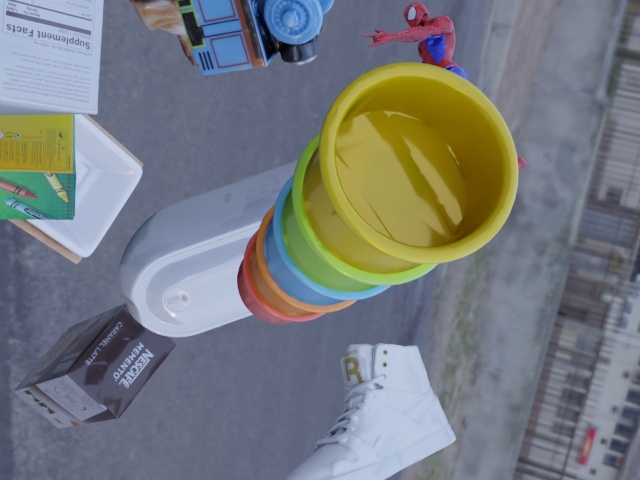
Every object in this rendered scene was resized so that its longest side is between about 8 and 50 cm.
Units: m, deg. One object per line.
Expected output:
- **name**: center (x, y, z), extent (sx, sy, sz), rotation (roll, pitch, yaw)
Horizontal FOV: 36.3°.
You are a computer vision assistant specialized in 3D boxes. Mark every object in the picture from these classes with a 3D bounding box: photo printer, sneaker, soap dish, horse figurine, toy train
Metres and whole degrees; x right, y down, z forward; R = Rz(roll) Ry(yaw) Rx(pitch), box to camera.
- **photo printer**: center (-0.070, -0.003, 1.068), extent (0.256, 0.307, 0.107), rotation (-110, -179, -74)
- **sneaker**: center (0.040, 0.220, 1.230), extent (0.292, 0.108, 0.169), rotation (-14, 83, -47)
- **soap dish**: center (-0.474, -0.120, 1.734), extent (0.229, 0.118, 0.291), rotation (-59, 144, -11)
- **horse figurine**: center (-0.159, -0.292, 1.236), extent (0.263, 0.174, 0.066), rotation (15, 68, -57)
- **toy train**: center (-0.056, -0.206, 0.680), extent (0.080, 0.105, 0.184), rotation (-72, 151, -57)

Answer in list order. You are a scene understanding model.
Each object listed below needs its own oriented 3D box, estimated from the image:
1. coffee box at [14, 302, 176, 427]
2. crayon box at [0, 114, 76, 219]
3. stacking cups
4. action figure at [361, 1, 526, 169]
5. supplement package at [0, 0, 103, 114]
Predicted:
- **coffee box**: center (-0.334, 0.188, 1.429), extent (0.246, 0.098, 0.141), rotation (-21, -152, 55)
- **crayon box**: center (-0.359, -0.152, 1.097), extent (0.081, 0.165, 0.278), rotation (108, -22, -49)
- **stacking cups**: center (0.000, 0.000, 0.576), extent (0.096, 0.096, 0.316), rotation (-70, -169, -19)
- **action figure**: center (0.143, -0.187, 1.262), extent (0.091, 0.139, 0.280), rotation (99, -28, -67)
- **supplement package**: center (-0.341, -0.184, 0.809), extent (0.204, 0.262, 0.145), rotation (2, 93, -52)
